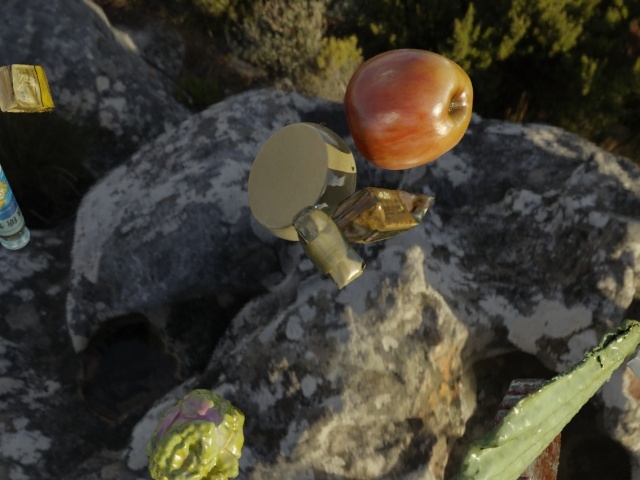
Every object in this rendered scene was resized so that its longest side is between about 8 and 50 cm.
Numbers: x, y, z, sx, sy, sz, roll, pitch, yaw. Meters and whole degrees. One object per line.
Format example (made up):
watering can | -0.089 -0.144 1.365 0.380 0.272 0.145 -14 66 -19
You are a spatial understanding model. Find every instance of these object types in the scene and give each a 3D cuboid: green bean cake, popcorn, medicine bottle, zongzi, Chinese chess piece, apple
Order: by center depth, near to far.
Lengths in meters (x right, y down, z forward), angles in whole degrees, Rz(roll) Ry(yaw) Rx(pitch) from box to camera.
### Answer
popcorn | -0.174 0.282 1.116 0.126 0.126 0.145 3 64 35
medicine bottle | -0.485 -0.054 1.205 0.051 0.191 0.051 2 59 -4
zongzi | 0.000 0.000 1.477 0.078 0.176 0.160 -36 105 -4
green bean cake | 0.416 0.408 1.599 0.097 0.198 0.232 -6 41 36
apple | 0.183 -0.267 1.632 0.241 0.242 0.242 -4 57 37
Chinese chess piece | -0.043 -0.131 1.780 0.273 0.102 0.273 -14 67 38

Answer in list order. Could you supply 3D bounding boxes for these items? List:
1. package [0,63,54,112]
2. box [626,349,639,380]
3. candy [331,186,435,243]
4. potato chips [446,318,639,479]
package | -0.462 -0.241 1.276 0.047 0.131 0.071 -13 93 17
box | 0.511 0.213 1.228 0.024 0.167 0.090 -41 72 15
candy | 0.138 -0.053 1.657 0.143 0.271 0.101 -37 70 29
potato chips | 0.260 0.240 1.008 0.429 0.358 0.070 -26 63 -40
